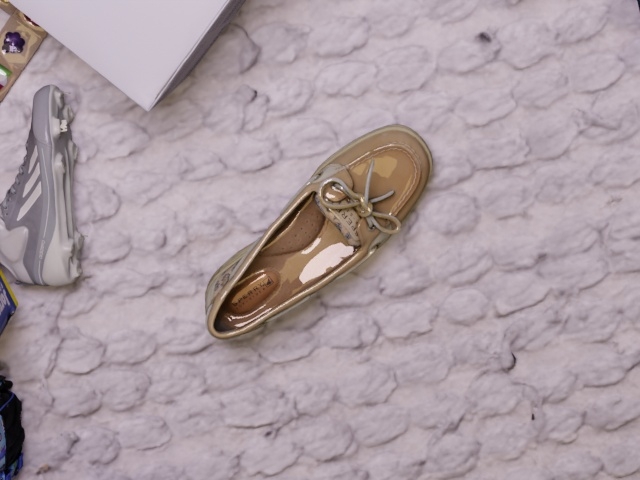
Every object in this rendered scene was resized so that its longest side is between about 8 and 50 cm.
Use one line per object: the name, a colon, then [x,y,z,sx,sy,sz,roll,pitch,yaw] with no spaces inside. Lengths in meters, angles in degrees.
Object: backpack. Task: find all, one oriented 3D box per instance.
backpack: [-0.390,0.218,1.394,0.158,0.173,0.117,-5,102,2]

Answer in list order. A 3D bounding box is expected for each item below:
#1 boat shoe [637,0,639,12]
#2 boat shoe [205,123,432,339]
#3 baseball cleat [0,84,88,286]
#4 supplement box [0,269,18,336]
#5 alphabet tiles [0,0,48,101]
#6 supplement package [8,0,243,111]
boat shoe: [0.312,-0.283,1.315,0.089,0.109,0.258,0,86,8]
boat shoe: [0.000,0.000,1.378,0.104,0.089,0.285,44,100,-7]
baseball cleat: [-0.295,-0.052,1.385,0.109,0.072,0.206,-1,99,8]
supplement box: [-0.496,0.079,1.287,0.356,0.194,0.195,-23,106,3]
alphabet tiles: [-0.407,-0.224,1.380,0.237,0.009,0.198,36,101,-6]
supplement package: [-0.146,-0.292,1.264,0.204,0.145,0.262,39,110,-5]
